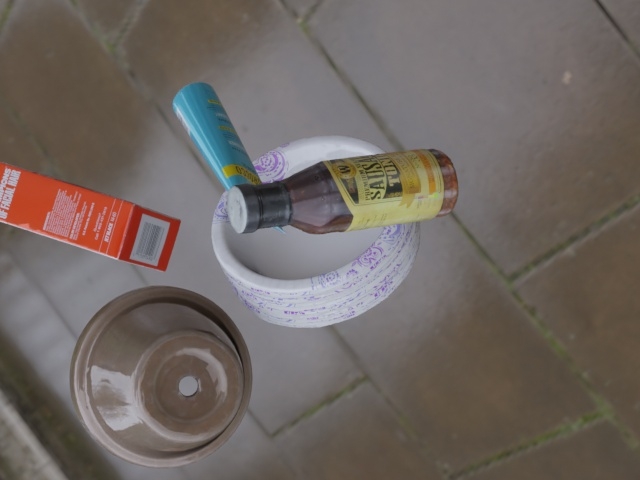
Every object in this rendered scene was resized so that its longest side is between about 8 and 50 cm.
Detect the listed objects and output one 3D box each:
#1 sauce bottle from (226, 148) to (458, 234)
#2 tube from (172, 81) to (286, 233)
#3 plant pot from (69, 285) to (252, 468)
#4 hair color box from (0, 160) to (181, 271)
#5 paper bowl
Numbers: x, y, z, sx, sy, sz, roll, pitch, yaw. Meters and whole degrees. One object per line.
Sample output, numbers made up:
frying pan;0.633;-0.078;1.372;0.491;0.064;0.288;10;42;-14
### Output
sauce bottle;0.013;-0.024;0.765;0.042;0.128;0.042;30;125;56
tube;-0.103;-0.090;1.547;0.052;0.080;0.207;-44;52;18
plant pot;-0.204;0.196;1.938;0.263;0.263;0.229;58;166;-9
hair color box;-0.218;-0.024;1.225;0.167;0.053;0.093;16;178;21
paper bowl;0.000;0.000;1.977;0.284;0.284;0.148;29;155;34
